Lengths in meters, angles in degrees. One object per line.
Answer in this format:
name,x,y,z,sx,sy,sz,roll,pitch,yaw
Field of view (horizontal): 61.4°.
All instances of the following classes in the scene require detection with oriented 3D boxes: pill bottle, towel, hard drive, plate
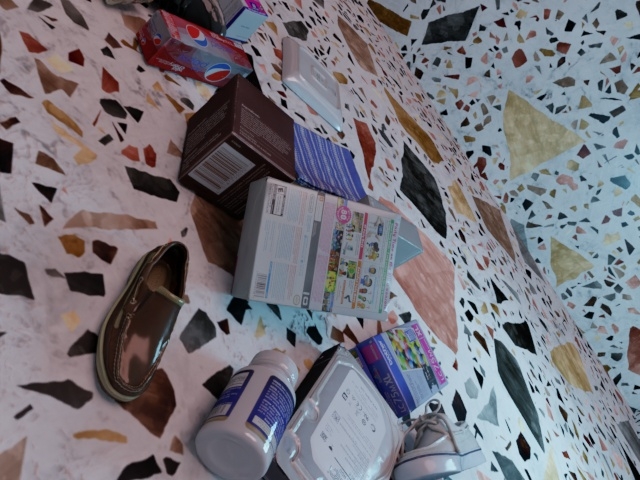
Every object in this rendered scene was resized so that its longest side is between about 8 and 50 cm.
pill bottle,-0.100,0.257,0.822,0.112,0.112,0.187,51,30,-11
towel,0.013,-0.221,1.537,0.336,0.040,0.243,18,47,-49
hard drive,0.032,0.365,0.969,0.237,0.064,0.339,55,30,-3
plate,-0.016,-0.528,1.787,0.278,0.045,0.277,35,35,-34

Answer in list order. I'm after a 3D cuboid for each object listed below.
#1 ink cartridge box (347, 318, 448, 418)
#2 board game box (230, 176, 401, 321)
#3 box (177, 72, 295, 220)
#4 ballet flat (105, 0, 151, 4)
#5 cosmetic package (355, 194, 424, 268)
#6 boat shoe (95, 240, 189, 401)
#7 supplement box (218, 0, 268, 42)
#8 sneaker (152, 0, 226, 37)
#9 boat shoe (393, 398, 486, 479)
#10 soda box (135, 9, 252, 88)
ink cartridge box,0.190,0.301,1.274,0.311,0.065,0.186,-5,65,-56
board game box,-0.001,0.025,1.041,0.303,0.097,0.224,14,81,-27
box,-0.165,-0.188,1.101,0.167,0.168,0.203,34,37,-35
ballet flat,-0.456,-0.539,1.118,0.241,0.091,0.077,14,81,-46
cosmetic package,0.163,-0.016,1.475,0.238,0.127,0.107,28,40,-38
boat shoe,-0.245,0.099,0.774,0.095,0.095,0.257,36,36,-33
supplement box,-0.262,-0.684,1.501,0.220,0.114,0.111,59,30,7
sneaker,-0.369,-0.585,1.267,0.341,0.125,0.140,47,49,-11
boat shoe,0.249,0.426,1.163,0.367,0.136,0.156,19,46,-52
soda box,-0.282,-0.429,1.238,0.263,0.092,0.083,1,62,-57
